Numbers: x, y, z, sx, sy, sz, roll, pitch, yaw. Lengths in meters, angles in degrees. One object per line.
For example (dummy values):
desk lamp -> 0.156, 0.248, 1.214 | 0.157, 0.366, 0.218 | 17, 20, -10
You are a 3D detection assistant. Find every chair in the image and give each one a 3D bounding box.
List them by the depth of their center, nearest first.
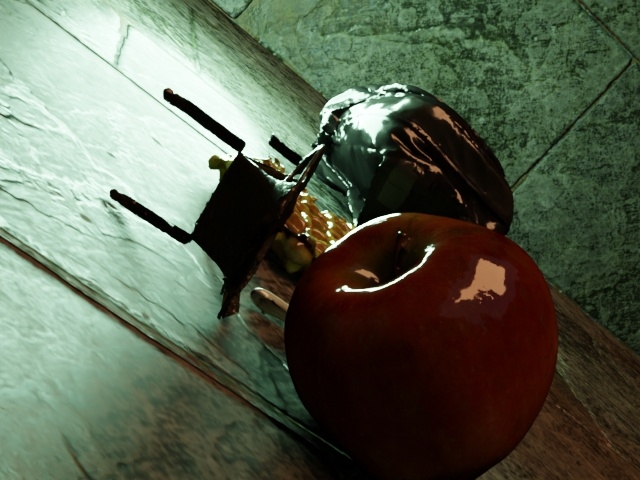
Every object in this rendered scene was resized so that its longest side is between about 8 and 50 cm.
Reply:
chair -> -0.067, -0.029, 0.882 | 0.149, 0.174, 0.213 | 24, 11, -44

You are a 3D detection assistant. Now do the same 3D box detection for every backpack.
backpack -> 0.150, -0.097, 1.590 | 0.363, 0.255, 0.445 | 41, -2, -7

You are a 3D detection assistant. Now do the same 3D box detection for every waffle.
waffle -> -0.006, -0.004, 1.228 | 0.300, 0.058, 0.281 | 34, 16, -37

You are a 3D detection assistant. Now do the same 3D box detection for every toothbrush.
toothbrush -> 0.028, 0.116, 1.006 | 0.263, 0.022, 0.026 | 35, 29, -32

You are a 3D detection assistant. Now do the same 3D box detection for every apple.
apple -> 0.085, 0.097, 0.831 | 0.230, 0.230, 0.230 | 40, 13, -11
